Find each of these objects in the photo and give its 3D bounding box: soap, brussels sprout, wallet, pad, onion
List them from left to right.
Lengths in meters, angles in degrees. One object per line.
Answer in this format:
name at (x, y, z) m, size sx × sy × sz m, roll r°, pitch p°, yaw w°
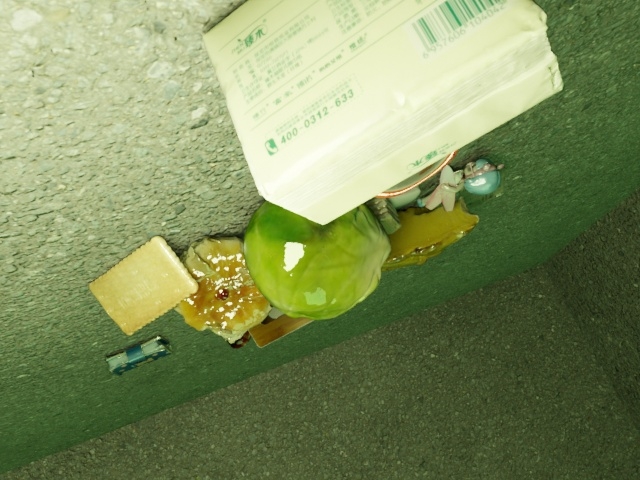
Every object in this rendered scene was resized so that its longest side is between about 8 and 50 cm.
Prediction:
wallet at (-0.618, 0.396, 1.981) m, size 0.202 × 0.059 × 0.141 m, roll -21°, pitch 159°, yaw -7°
onion at (-0.300, 0.324, 2.080) m, size 0.118 × 0.117 × 0.118 m, roll -40°, pitch 180°, yaw 0°
brussels sprout at (-0.015, 0.015, 1.327) m, size 0.344 × 0.344 × 0.268 m, roll -10°, pitch -171°, yaw -35°
soap at (0.260, -0.019, 1.745) m, size 0.338 × 0.169 × 0.304 m, roll -7°, pitch 154°, yaw -44°
pad at (0.541, -0.161, 1.934) m, size 0.159 × 0.009 × 0.265 m, roll -26°, pitch 160°, yaw 9°

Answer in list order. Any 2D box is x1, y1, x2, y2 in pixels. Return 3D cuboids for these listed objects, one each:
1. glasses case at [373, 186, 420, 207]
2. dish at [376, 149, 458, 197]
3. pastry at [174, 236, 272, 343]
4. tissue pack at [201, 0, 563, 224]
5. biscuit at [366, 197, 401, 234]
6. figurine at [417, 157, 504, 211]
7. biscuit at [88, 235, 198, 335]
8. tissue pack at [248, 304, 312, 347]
glasses case at (0.183, -0.115, 1.575) m, size 0.197 × 0.049 × 0.076 m, roll -13°, pitch 160°, yaw -24°
dish at (0.125, -0.213, 1.026) m, size 0.256 × 0.256 × 0.117 m, roll -32°, pitch -172°, yaw 24°
pastry at (-0.229, 0.111, 1.399) m, size 0.236 × 0.257 × 0.121 m, roll -59°, pitch -164°, yaw 2°
tissue pack at (0.068, -0.239, 0.757) m, size 0.380 × 0.297 × 0.207 m, roll -28°, pitch 158°, yaw 18°
biscuit at (0.000, 0.000, 1.553) m, size 0.425 × 0.079 × 0.144 m, roll -20°, pitch 160°, yaw 15°
figurine at (0.410, -0.149, 1.674) m, size 0.260 × 0.103 × 0.205 m, roll -26°, pitch 161°, yaw 38°
biscuit at (-0.411, 0.107, 1.344) m, size 0.249 × 0.160 × 0.030 m, roll -33°, pitch -171°, yaw 22°
tissue pack at (-0.118, 0.208, 1.867) m, size 0.246 × 0.159 × 0.136 m, roll -31°, pitch -178°, yaw 17°
